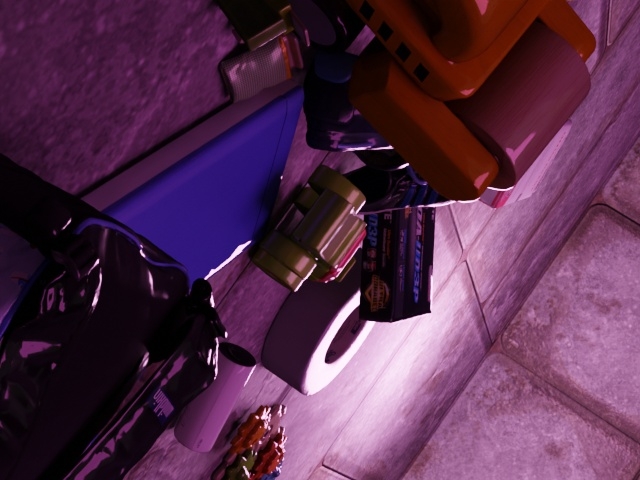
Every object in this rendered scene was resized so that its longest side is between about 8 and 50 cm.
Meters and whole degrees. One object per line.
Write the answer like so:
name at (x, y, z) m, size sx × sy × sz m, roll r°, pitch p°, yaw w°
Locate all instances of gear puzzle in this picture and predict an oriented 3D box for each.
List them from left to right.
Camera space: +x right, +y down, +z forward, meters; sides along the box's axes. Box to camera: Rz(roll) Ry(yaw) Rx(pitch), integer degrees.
gear puzzle at (-0.098, 0.343, 1.943) m, size 0.175 × 0.044 × 0.339 m, roll -46°, pitch 160°, yaw -28°

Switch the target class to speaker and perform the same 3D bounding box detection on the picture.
speaker at (-0.132, 0.195, 1.576) m, size 0.136 × 0.055 × 0.055 m, roll -62°, pitch 162°, yaw 17°

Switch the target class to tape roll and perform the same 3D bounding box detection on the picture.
tape roll at (0.012, 0.110, 1.780) m, size 0.219 × 0.072 × 0.219 m, roll -50°, pitch 162°, yaw -23°

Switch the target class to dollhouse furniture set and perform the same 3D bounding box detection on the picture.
dollhouse furniture set at (-0.048, -0.164, 1.124) m, size 0.076 × 0.058 × 0.152 m, roll -32°, pitch 154°, yaw -9°

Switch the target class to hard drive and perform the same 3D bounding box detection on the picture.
hard drive at (-0.141, -0.011, 1.207) m, size 0.318 × 0.040 × 0.210 m, roll -39°, pitch 156°, yaw -44°

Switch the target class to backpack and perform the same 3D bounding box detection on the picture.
backpack at (-0.233, 0.086, 0.861) m, size 0.263 × 0.213 × 0.276 m, roll -63°, pitch 157°, yaw -7°

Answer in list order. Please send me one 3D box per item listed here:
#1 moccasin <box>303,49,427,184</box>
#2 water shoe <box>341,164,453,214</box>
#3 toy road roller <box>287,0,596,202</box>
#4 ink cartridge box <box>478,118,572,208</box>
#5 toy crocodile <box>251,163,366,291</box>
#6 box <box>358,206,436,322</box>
moccasin at (0.067, -0.137, 1.419) m, size 0.342 × 0.137 × 0.117 m, roll 6°, pitch 102°, yaw -56°
water shoe at (0.111, -0.073, 1.555) m, size 0.203 × 0.073 × 0.080 m, roll -17°, pitch 172°, yaw 19°
toy road roller at (0.134, -0.203, 1.118) m, size 0.202 × 0.329 × 0.240 m, roll -50°, pitch -160°, yaw -16°
ink cartridge box at (0.329, -0.150, 2.126) m, size 0.218 × 0.092 × 0.159 m, roll -14°, pitch 135°, yaw -63°
toy crocodile at (0.000, 0.000, 1.425) m, size 0.115 × 0.105 × 0.340 m, roll -54°, pitch -179°, yaw -10°
box at (0.108, -0.004, 1.709) m, size 0.175 × 0.051 × 0.220 m, roll -2°, pitch 95°, yaw -68°
